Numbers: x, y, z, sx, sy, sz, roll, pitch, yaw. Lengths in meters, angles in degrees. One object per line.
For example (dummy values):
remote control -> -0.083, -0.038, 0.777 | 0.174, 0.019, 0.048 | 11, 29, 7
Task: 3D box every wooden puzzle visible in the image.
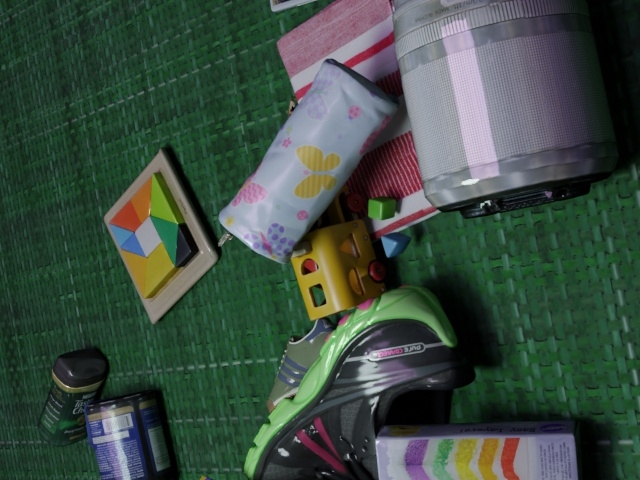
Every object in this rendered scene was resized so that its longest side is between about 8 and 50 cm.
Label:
wooden puzzle -> -0.279, -0.004, 1.998 | 0.238, 0.044, 0.221 | -45, 65, 41

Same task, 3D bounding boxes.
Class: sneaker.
sneaker -> 0.046, 0.278, 1.607 | 0.202, 0.185, 0.483 | 50, 132, 27
sneaker -> -0.025, 0.182, 1.755 | 0.192, 0.064, 0.086 | -44, 58, 41

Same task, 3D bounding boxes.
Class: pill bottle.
pill bottle -> -0.325, 0.378, 2.057 | 0.123, 0.123, 0.219 | -18, 84, 47

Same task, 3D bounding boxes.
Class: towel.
towel -> 0.059, -0.170, 1.618 | 0.237, 0.037, 0.329 | -26, 78, 47

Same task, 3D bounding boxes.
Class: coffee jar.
coffee jar -> -0.460, 0.289, 2.203 | 0.079, 0.096, 0.184 | 39, 124, 32

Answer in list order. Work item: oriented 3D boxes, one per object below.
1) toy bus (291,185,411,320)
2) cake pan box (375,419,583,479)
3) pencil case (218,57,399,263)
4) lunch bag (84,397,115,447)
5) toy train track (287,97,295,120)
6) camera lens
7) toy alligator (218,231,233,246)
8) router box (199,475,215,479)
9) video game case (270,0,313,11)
toy bus -> 0.007, 0.010, 1.619 | 0.202, 0.104, 0.191 | 36, 125, 36
cake pan box -> 0.199, 0.355, 1.452 | 0.246, 0.070, 0.266 | -2, 99, 16
pencil case -> -0.018, -0.103, 1.537 | 0.273, 0.113, 0.124 | -55, 22, 7
lunch bag -> -0.380, 0.336, 2.148 | 0.065, 0.067, 0.098 | -8, 92, 47
toy train track -> -0.043, -0.168, 1.737 | 0.048, 0.014, 0.083 | -91, 10, -58
camera lens -> 0.204, -0.172, 1.329 | 0.219, 0.219, 0.274 | -13, 88, 47
toy alligator -> -0.090, -0.037, 1.791 | 0.051, 0.056, 0.189 | 33, 131, -10
router box -> -0.032, 0.468, 1.645 | 0.243, 0.081, 0.309 | 13, 147, 35
video game case -> -0.019, -0.432, 1.664 | 0.173, 0.022, 0.190 | -5, 94, 46
